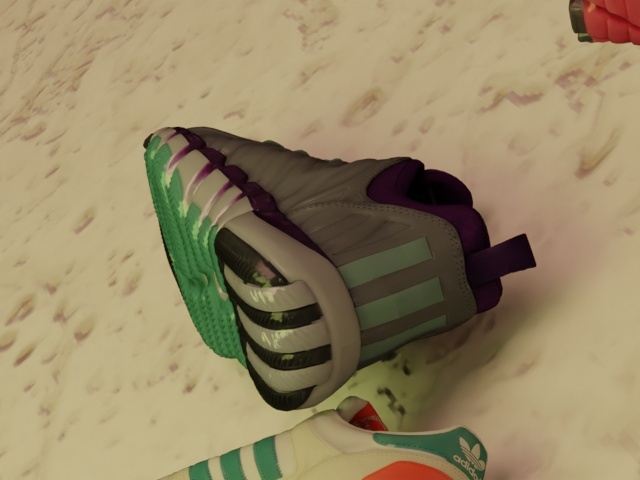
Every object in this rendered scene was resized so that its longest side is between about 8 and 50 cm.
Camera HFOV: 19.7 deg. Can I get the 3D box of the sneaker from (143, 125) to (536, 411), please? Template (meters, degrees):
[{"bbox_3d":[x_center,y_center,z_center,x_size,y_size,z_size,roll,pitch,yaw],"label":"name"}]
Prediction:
[{"bbox_3d":[0.000,0.000,0.677,0.098,0.083,0.224,-17,20,-12],"label":"sneaker"}]

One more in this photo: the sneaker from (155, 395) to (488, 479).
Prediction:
[{"bbox_3d":[-0.011,0.089,0.598,0.161,0.057,0.075,-10,31,48],"label":"sneaker"}]

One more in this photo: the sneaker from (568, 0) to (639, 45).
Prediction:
[{"bbox_3d":[0.177,-0.171,0.599,0.112,0.121,0.299,13,62,24],"label":"sneaker"}]
